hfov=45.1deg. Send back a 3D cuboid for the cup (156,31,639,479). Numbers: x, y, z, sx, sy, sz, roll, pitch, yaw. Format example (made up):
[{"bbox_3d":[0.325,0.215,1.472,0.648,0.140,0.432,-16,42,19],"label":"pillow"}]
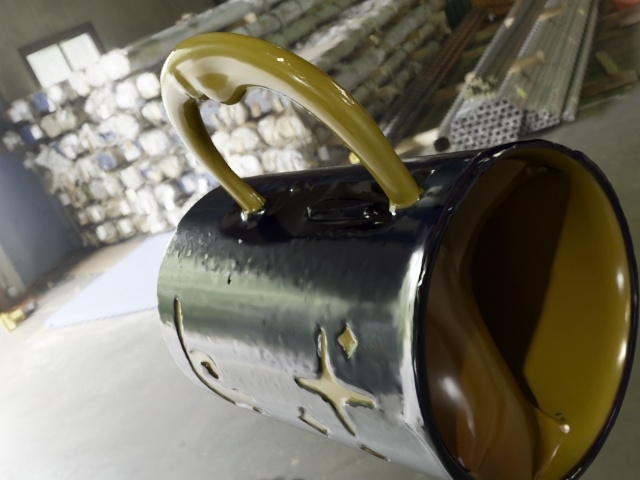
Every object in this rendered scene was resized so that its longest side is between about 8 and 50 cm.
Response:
[{"bbox_3d":[0.017,-0.002,0.453,0.178,0.255,0.256,-24,17,-37],"label":"cup"}]
